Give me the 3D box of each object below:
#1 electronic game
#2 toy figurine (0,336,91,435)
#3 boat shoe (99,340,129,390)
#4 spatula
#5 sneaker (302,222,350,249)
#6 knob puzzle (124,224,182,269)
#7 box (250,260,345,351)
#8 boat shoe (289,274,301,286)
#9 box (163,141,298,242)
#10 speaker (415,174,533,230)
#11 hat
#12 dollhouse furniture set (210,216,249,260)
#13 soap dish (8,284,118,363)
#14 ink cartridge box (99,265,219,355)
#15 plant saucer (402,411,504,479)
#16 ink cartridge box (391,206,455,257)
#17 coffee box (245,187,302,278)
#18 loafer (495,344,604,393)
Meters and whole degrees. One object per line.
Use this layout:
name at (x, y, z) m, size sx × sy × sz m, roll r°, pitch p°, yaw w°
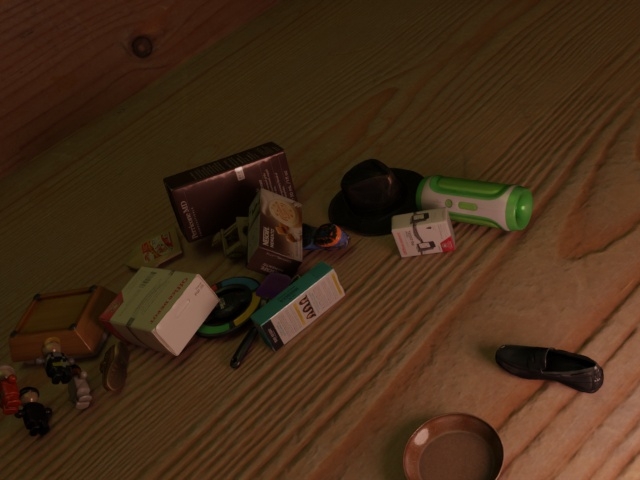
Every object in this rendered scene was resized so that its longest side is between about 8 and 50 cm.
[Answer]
electronic game at (-0.263, 0.184, 1.926) m, size 0.229 × 0.048 × 0.229 m, roll -15°, pitch 37°, yaw 12°
toy figurine at (-0.723, 0.376, 1.798) m, size 0.209 × 0.213 × 0.148 m, roll -32°, pitch 50°, yaw -11°
boat shoe at (-0.567, 0.349, 1.879) m, size 0.060 × 0.064 × 0.178 m, roll -24°, pitch 29°, yaw 8°
spatula at (-0.164, 0.207, 1.824) m, size 0.084 × 0.030 × 0.297 m, roll 8°, pitch 60°, yaw 30°
sneaker at (0.000, 0.000, 1.998) m, size 0.221 × 0.087 × 0.083 m, roll 4°, pitch 75°, yaw 52°
knob puzzle at (-0.554, 0.042, 2.285) m, size 0.213 × 0.030 × 0.213 m, roll -15°, pitch 37°, yaw 11°
box at (-0.056, 0.169, 1.787) m, size 0.244 × 0.101 × 0.060 m, roll -37°, pitch 36°, yaw -18°
boat shoe at (-0.088, 0.153, 1.872) m, size 0.049 × 0.043 × 0.137 m, roll 13°, pitch 50°, yaw 37°
box at (-0.281, -0.159, 2.189) m, size 0.381 × 0.191 × 0.143 m, roll -22°, pitch 27°, yaw -13°
speaker at (0.408, -0.103, 1.852) m, size 0.296 × 0.131 × 0.131 m, roll 12°, pitch 49°, yaw 40°
hat at (0.161, -0.163, 2.061) m, size 0.331 × 0.134 × 0.331 m, roll -15°, pitch 36°, yaw 11°
dollhouse furniture set at (-0.223, 0.009, 2.134) m, size 0.182 × 0.160 × 0.101 m, roll -32°, pitch 63°, yaw 50°
soap dish at (-0.769, 0.248, 2.068) m, size 0.290 × 0.118 × 0.229 m, roll -9°, pitch 38°, yaw 18°
ink cartridge box at (-0.450, 0.192, 1.921) m, size 0.282 × 0.117 × 0.207 m, roll 4°, pitch 49°, yaw 44°
plant saucer at (0.259, 0.425, 1.338) m, size 0.198 × 0.036 × 0.199 m, roll -15°, pitch 37°, yaw 12°
ink cartridge box at (0.273, -0.020, 1.833) m, size 0.150 × 0.109 × 0.063 m, roll -10°, pitch 41°, yaw 19°
coffee box at (-0.133, -0.017, 1.986) m, size 0.098 × 0.141 × 0.247 m, roll -53°, pitch 26°, yaw 38°
loafer at (0.464, 0.247, 1.413) m, size 0.223 × 0.078 × 0.076 m, roll 10°, pitch 47°, yaw 38°
